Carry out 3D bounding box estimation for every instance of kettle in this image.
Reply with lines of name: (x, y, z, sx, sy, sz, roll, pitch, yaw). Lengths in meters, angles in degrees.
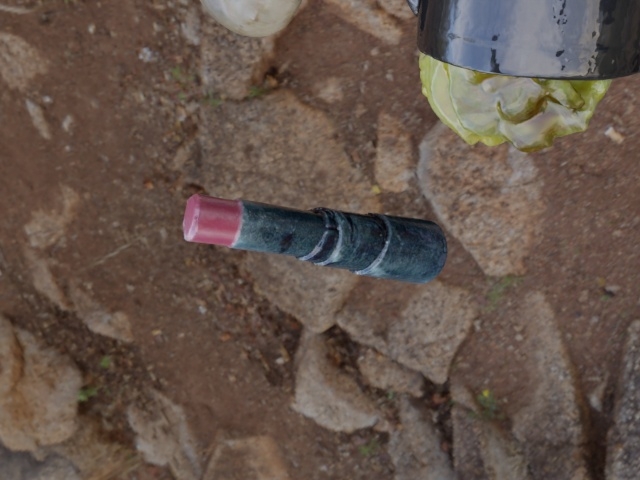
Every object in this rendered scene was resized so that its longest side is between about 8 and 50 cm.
kettle: (0.165, -0.302, 0.699, 0.269, 0.207, 0.290, 13, 120, 22)

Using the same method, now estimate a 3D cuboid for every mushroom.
mushroom: (-0.073, -0.367, 1.022, 0.226, 0.178, 0.226, 172, 90, -75)

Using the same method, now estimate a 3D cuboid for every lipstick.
lipstick: (0.000, 0.000, 0.591, 0.054, 0.234, 0.053, -6, 81, 44)

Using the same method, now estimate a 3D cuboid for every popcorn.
popcorn: (0.271, -0.267, 1.147, 0.293, 0.237, 0.292, 4, 129, 5)
